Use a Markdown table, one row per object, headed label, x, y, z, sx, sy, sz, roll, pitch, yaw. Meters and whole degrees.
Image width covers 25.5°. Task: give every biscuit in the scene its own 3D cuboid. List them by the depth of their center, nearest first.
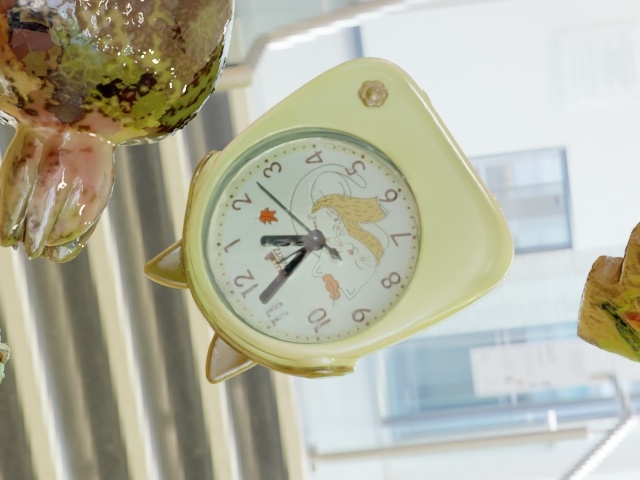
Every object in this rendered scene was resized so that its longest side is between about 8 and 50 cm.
| label | x | y | z | sx | sy | sz | roll | pitch | yaw |
| --- | --- | --- | --- | --- | --- | --- | --- | --- | --- |
| biscuit | 0.314 | 0.060 | 1.067 | 0.278 | 0.301 | 0.043 | 35 | 61 | -25 |

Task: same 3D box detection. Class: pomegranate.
| label | x | y | z | sx | sy | sz | roll | pitch | yaw |
| --- | --- | --- | --- | --- | --- | --- | --- | --- | --- |
| pomegranate | -0.214 | -0.149 | 1.208 | 0.285 | 0.285 | 0.340 | 55 | 44 | -79 |

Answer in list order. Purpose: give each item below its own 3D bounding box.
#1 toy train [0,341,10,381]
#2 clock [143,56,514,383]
| label | x | y | z | sx | sy | sz | roll | pitch | yaw |
| --- | --- | --- | --- | --- | --- | --- | --- | --- | --- |
| toy train | -0.467 | 0.137 | 1.739 | 0.074 | 0.176 | 0.118 | -59 | -154 | 26 |
| clock | 0.000 | 0.000 | 1.472 | 0.286 | 0.348 | 0.117 | 59 | 0 | 12 |
